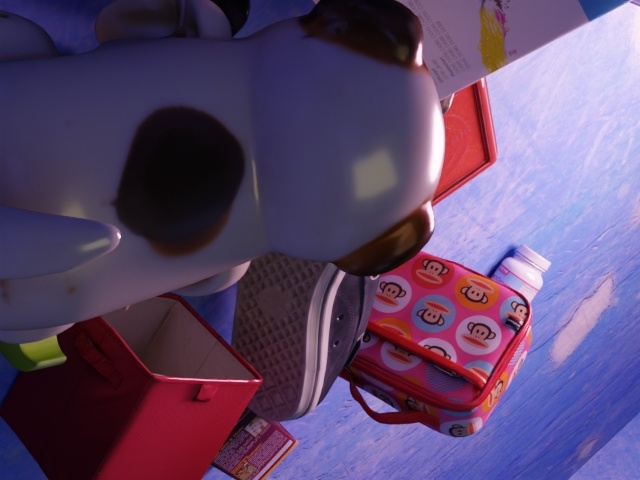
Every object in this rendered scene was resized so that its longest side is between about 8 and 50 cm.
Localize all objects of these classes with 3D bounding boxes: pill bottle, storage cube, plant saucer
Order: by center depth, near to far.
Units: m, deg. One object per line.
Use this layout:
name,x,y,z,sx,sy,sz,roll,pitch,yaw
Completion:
storage cube,-0.221,0.185,1.160,0.215,0.183,0.193,14,111,-54
plant saucer,0.145,-0.126,1.381,0.258,0.048,0.259,-35,145,-7
pill bottle,0.358,0.089,1.844,0.160,0.087,0.087,-57,146,8

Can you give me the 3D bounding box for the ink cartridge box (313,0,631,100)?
ink cartridge box,0.139,-0.299,0.983,0.270,0.198,0.197,-27,136,19

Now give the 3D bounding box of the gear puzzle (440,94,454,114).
gear puzzle,0.153,-0.270,1.169,0.175,0.044,0.339,128,-17,-68

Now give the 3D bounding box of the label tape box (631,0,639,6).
label tape box,0.506,-0.533,1.401,0.240,0.106,0.334,-44,145,-11

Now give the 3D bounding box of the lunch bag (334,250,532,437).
lunch bag,0.135,0.148,1.428,0.258,0.293,0.120,-52,151,-27

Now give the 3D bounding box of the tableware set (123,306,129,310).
tableware set,-0.168,-0.018,1.089,0.128,0.039,0.194,-66,173,-50

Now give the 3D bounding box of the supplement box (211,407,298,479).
supplement box,-0.123,0.288,1.469,0.104,0.081,0.188,-46,147,-6

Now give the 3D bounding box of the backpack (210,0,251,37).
backpack,-0.126,-0.242,0.951,0.105,0.084,0.114,-43,141,-11

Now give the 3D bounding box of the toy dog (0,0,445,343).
toy dog,-0.104,-0.080,0.774,0.407,0.395,0.285,-9,94,-18

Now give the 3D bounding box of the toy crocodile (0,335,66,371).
toy crocodile,-0.251,-0.024,0.994,0.115,0.105,0.341,9,114,-53

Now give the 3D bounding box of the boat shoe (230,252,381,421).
boat shoe,0.000,0.000,1.248,0.156,0.186,0.500,-28,136,-50
